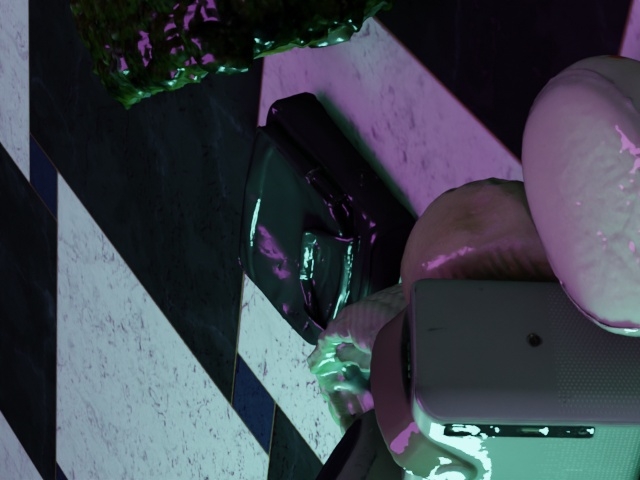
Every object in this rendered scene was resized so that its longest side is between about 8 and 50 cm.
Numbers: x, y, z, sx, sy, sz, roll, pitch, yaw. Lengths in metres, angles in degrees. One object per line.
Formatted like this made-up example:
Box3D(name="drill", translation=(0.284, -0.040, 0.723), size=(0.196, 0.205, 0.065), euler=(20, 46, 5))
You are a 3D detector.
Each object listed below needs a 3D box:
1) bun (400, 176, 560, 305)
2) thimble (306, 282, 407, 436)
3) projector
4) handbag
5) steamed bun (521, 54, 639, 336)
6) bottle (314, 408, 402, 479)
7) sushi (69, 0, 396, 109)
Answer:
Box3D(name="bun", translation=(0.172, 0.026, 1.714), size=(0.178, 0.128, 0.193), euler=(-26, 125, 30))
Box3D(name="thimble", translation=(0.095, 0.144, 1.922), size=(0.219, 0.150, 0.219), euler=(41, 140, 46))
Box3D(name="projector", translation=(0.161, 0.137, 1.625), size=(0.177, 0.242, 0.163), euler=(94, 176, -48))
Box3D(name="handbag", translation=(0.000, 0.000, 2.099), size=(0.244, 0.088, 0.275), euler=(51, 146, 30))
Box3D(name="steamed bun", translation=(0.258, -0.040, 1.513), size=(0.177, 0.130, 0.228), euler=(-40, 69, 51))
Box3D(name="bottle", translation=(0.151, 0.306, 1.762), size=(0.347, 0.168, 0.168), euler=(31, 151, -5))
Box3D(name="sushi", translation=(-0.078, -0.256, 1.849), size=(0.352, 0.294, 0.178), euler=(-5, 104, 65))
